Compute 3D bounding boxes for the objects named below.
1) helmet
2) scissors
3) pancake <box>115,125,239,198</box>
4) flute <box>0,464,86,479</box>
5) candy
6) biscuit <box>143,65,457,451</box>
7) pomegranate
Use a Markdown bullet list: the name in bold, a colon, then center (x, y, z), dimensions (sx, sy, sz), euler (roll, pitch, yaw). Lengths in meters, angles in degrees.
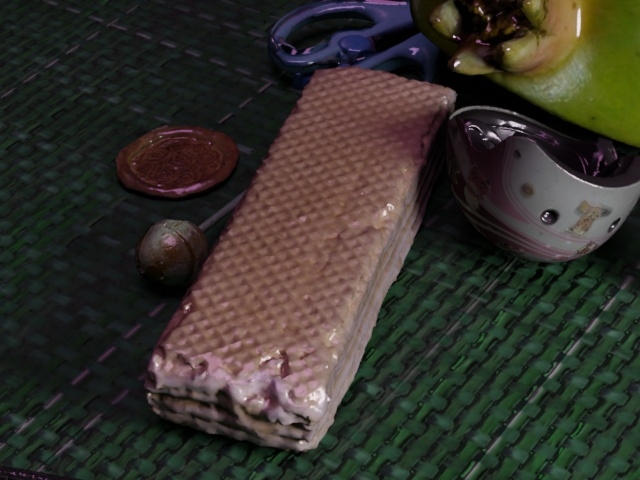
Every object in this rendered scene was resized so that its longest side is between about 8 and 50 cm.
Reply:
- **helmet**: center (0.175, -0.040, 1.321), dimensions (0.153, 0.107, 0.177), euler (5, 14, -27)
- **scissors**: center (0.125, -0.224, 1.614), dimensions (0.393, 0.032, 0.180), euler (-28, 52, -30)
- **pancake**: center (-0.129, -0.072, 1.448), dimensions (0.114, 0.011, 0.115), euler (0, 36, 0)
- **flute**: center (-0.153, 0.175, 1.132), dimensions (0.269, 0.014, 0.014), euler (8, 39, 11)
- **candy**: center (-0.086, -0.021, 1.361), dimensions (0.061, 0.061, 0.202), euler (18, 34, 23)
- **biscuit**: center (0.000, 0.000, 1.299), dimensions (0.144, 0.079, 0.426), euler (12, 41, 14)
- **pomegranate**: center (0.225, -0.227, 1.403), dimensions (0.309, 0.216, 0.358), euler (36, 20, 23)
